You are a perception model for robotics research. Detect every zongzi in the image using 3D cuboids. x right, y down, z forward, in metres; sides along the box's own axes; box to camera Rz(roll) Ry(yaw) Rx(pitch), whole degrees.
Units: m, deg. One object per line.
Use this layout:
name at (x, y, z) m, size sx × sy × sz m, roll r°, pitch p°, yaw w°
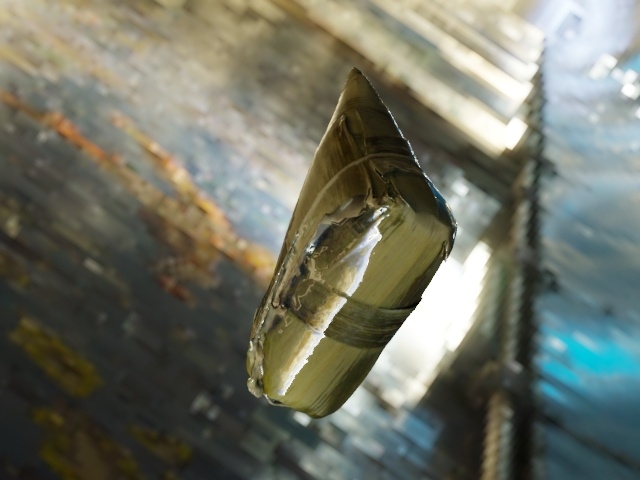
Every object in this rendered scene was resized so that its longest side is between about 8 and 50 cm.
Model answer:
zongzi at (0.000, 0.000, 0.556) m, size 0.076 × 0.040 × 0.083 m, roll -55°, pitch -146°, yaw 21°
